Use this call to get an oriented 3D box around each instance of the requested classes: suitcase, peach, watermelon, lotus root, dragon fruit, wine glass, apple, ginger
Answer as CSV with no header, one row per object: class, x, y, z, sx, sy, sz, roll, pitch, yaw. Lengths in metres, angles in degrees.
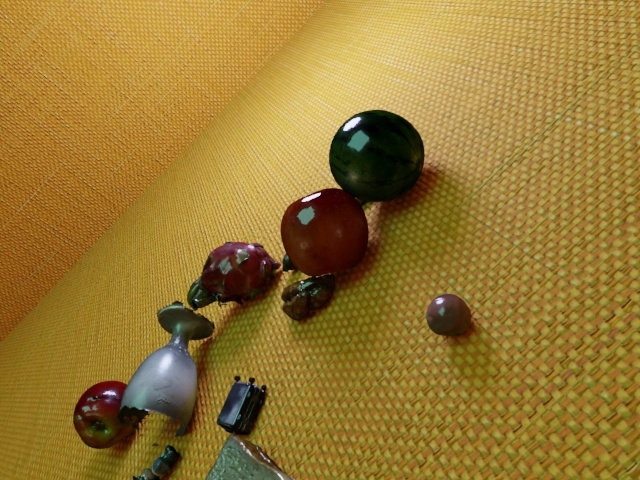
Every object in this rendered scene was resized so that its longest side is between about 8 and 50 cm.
suitcase,-0.186,0.388,1.220,0.086,0.059,0.126,-12,46,47
peach,0.235,0.137,0.956,0.083,0.083,0.083,-32,34,25
peach,-0.630,0.506,1.541,0.197,0.197,0.197,-32,34,25
watermelon,0.140,-0.212,1.313,0.242,0.242,0.242,-32,34,25
lotus root,-0.075,0.049,1.472,0.099,0.054,0.049,-53,10,-10
dragon fruit,-0.255,0.119,1.522,0.200,0.198,0.269,32,85,15
wine glass,-0.413,0.356,1.420,0.191,0.190,0.356,-26,38,32
apple,0.010,-0.021,1.284,0.219,0.201,0.218,-17,3,1
ginger,-0.038,0.140,1.301,0.162,0.073,0.103,-28,37,28

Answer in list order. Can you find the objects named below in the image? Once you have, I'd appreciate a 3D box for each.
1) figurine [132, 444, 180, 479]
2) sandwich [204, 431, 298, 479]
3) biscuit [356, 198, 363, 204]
figurine,-0.404,0.580,1.285,0.136,0.077,0.079,-38,64,-12
sandwich,-0.159,0.542,0.981,0.249,0.095,0.273,9,61,51
biscuit,0.074,-0.132,1.504,0.183,0.039,0.174,-42,32,8
